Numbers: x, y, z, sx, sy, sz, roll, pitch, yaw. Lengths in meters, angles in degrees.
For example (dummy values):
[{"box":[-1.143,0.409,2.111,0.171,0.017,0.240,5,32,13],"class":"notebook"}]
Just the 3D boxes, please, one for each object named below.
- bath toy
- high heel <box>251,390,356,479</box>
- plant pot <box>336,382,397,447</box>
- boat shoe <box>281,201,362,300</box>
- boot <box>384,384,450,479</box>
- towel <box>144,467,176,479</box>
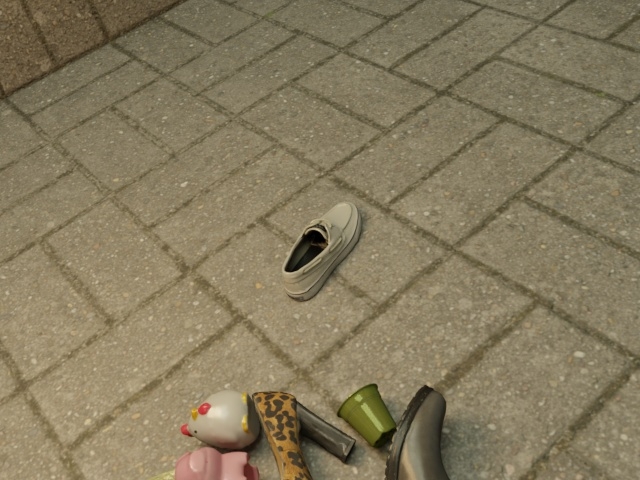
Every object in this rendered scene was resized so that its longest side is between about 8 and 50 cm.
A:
[{"box":[-0.167,0.379,1.029,0.129,0.151,0.348,-13,41,8],"class":"bath toy"},{"box":[-0.084,0.351,1.041,0.186,0.093,0.261,28,42,16],"class":"high heel"},{"box":[0.083,0.289,1.102,0.083,0.083,0.079,-32,58,-16],"class":"plant pot"},{"box":[0.000,0.000,1.401,0.096,0.088,0.267,18,53,31],"class":"boat shoe"},{"box":[0.195,0.385,0.957,0.223,0.118,0.338,9,60,20],"class":"boot"},{"box":[-0.257,0.424,1.093,0.148,0.027,0.110,-20,45,-4],"class":"towel"}]
